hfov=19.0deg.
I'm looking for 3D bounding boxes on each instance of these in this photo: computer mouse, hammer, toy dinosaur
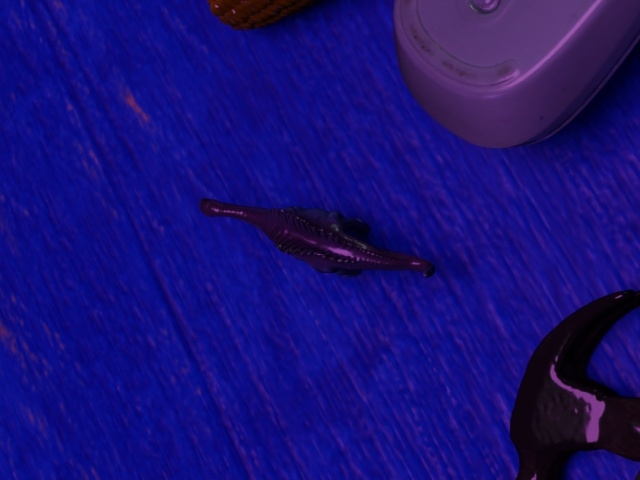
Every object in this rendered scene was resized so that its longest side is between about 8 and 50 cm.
[{"bbox_3d":[0.160,-0.188,1.188,0.159,0.097,0.288,42,100,34],"label":"computer mouse"},{"bbox_3d":[0.310,0.149,1.111,0.440,0.044,0.168,16,99,32],"label":"hammer"},{"bbox_3d":[0.000,0.000,1.298,0.197,0.080,0.045,18,96,33],"label":"toy dinosaur"}]

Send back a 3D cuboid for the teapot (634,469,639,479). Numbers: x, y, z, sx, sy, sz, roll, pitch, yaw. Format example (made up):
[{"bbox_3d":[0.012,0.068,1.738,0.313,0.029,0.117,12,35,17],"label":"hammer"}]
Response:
[{"bbox_3d":[0.224,0.310,1.070,0.270,0.200,0.337,21,117,-6],"label":"teapot"}]

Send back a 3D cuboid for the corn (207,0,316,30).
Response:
[{"bbox_3d":[0.007,-0.210,1.287,0.238,0.080,0.080,-29,73,39],"label":"corn"}]
